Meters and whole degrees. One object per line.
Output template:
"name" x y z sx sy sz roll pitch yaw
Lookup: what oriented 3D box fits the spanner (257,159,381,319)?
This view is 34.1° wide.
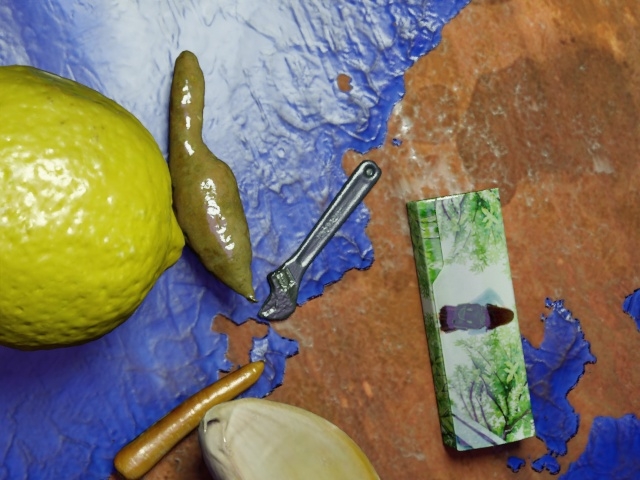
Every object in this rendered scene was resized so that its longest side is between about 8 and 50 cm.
"spanner" 0.000 0.000 1.119 0.046 0.012 0.208 38 82 -11

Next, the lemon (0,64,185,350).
"lemon" -0.273 -0.032 0.936 0.311 0.253 0.253 20 86 -12

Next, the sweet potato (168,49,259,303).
"sweet potato" -0.122 -0.060 1.061 0.075 0.075 0.269 -14 85 -12

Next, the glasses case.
"glasses case" 0.164 0.084 1.131 0.095 0.062 0.272 -10 93 -12

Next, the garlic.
"garlic" -0.029 0.250 1.040 0.145 0.164 0.245 -41 93 8

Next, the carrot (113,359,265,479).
"carrot" -0.133 0.181 1.079 0.190 0.037 0.037 -38 98 -11
